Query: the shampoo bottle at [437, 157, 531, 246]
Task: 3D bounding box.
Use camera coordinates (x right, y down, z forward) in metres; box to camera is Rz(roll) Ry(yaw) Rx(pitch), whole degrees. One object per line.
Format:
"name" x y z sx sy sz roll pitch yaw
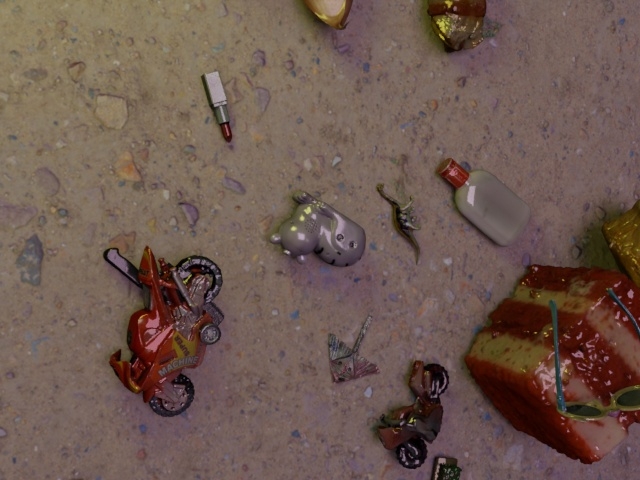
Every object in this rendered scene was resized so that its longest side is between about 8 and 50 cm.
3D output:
"shampoo bottle" 0.330 -0.086 1.649 0.221 0.051 0.108 38 80 -17

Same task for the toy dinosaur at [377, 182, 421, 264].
"toy dinosaur" 0.174 -0.040 1.601 0.058 0.037 0.180 -27 93 6

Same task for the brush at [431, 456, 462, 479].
"brush" 0.238 0.580 1.629 0.054 0.048 0.282 11 88 -17

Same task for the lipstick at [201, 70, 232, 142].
"lipstick" -0.182 -0.241 1.466 0.030 0.030 0.129 -19 97 -20

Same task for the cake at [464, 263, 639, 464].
"cake" 0.496 0.232 1.598 0.270 0.269 0.319 46 77 -15

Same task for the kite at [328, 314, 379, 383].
"kite" 0.069 0.218 1.579 0.137 0.005 0.152 40 77 -19

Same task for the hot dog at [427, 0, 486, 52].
"hot dog" 0.268 -0.481 1.601 0.146 0.103 0.213 -1 101 -42

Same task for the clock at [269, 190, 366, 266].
"clock" 0.000 0.000 1.511 0.176 0.080 0.117 32 79 -17

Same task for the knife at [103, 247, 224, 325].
"knife" -0.276 0.081 1.445 0.245 0.019 0.072 42 75 -19

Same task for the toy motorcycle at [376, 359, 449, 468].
"toy motorcycle" 0.180 0.335 1.583 0.118 0.084 0.212 25 75 -18

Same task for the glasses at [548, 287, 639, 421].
"glasses" 0.487 0.205 1.437 0.190 0.088 0.220 -11 76 -11

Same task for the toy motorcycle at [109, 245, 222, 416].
"toy motorcycle" -0.268 0.164 1.399 0.171 0.089 0.298 12 95 -23

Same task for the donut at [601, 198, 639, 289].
"donut" 0.712 0.081 1.685 0.160 0.330 0.330 -36 104 12

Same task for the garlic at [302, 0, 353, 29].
"garlic" 0.023 -0.485 1.502 0.115 0.128 0.206 -5 98 -64
